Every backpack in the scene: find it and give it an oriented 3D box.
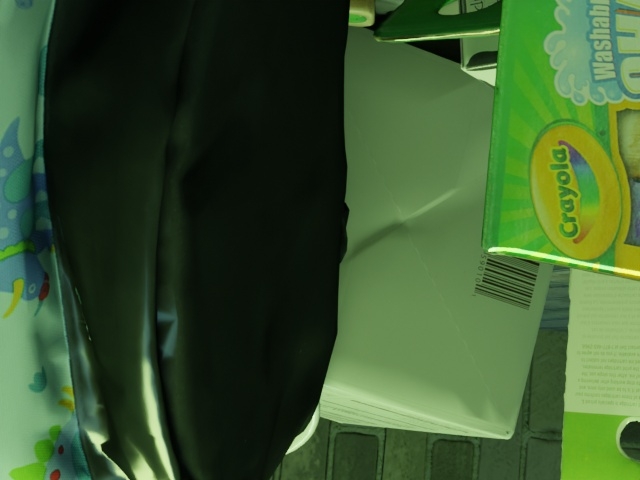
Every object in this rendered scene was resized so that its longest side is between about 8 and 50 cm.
[{"bbox_3d":[-0.190,-0.037,0.561,0.355,0.290,0.273,17,-146,19],"label":"backpack"}]

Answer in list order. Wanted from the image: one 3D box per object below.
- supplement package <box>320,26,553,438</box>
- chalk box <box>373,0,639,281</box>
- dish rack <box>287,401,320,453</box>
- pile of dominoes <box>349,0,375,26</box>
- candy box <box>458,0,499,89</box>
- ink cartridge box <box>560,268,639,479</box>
[{"bbox_3d":[0.000,0.000,0.999,0.198,0.199,0.263,18,170,-18],"label":"supplement package"},{"bbox_3d":[0.126,-0.069,0.497,0.213,0.132,0.132,12,-150,16],"label":"chalk box"},{"bbox_3d":[-0.154,0.006,0.771,0.285,0.072,0.333,4,132,13],"label":"dish rack"},{"bbox_3d":[0.004,-0.136,0.643,0.196,0.040,0.251,5,174,3],"label":"pile of dominoes"},{"bbox_3d":[0.174,-0.095,0.646,0.196,0.070,0.165,-6,169,26],"label":"candy box"},{"bbox_3d":[0.263,0.046,1.066,0.097,0.255,0.189,11,171,-40],"label":"ink cartridge box"}]
